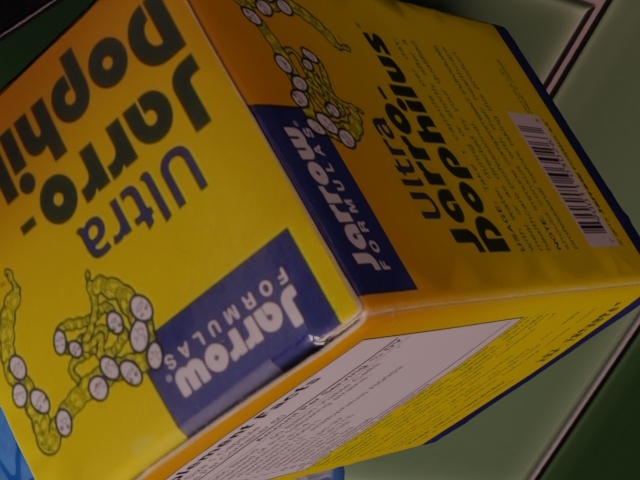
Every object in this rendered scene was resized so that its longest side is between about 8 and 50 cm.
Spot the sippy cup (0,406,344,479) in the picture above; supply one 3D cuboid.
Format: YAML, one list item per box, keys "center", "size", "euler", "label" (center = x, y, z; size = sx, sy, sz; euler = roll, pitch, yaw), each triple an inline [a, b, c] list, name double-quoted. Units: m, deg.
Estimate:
- center: [-0.113, 0.148, 0.976]
  size: [0.224, 0.240, 0.305]
  euler: [0, 135, -43]
  label: "sippy cup"

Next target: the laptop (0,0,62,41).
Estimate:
- center: [-0.166, -0.118, 0.712]
  size: [0.136, 0.234, 0.264]
  euler: [-11, 136, -36]
  label: "laptop"

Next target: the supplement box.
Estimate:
- center: [0.000, 0.000, 0.814]
  size: [0.194, 0.195, 0.356]
  euler: [-38, 162, 26]
  label: "supplement box"
